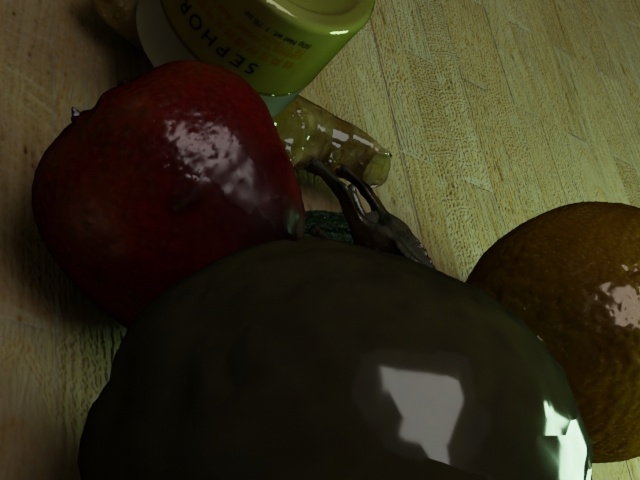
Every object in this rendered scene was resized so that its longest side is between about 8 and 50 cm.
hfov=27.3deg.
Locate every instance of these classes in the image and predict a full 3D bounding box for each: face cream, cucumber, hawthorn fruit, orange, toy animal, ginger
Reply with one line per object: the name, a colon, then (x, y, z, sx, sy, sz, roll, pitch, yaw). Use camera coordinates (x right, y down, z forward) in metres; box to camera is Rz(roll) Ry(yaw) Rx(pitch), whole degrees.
face cream: (-0.073, -0.272, 1.501, 0.218, 0.179, 0.218, 22, 49, -27)
cucumber: (0.000, -0.002, 1.591, 0.265, 0.077, 0.077, -3, 58, -51)
hawthorn fruit: (-0.133, -0.019, 1.309, 0.307, 0.265, 0.265, 59, 34, -8)
orange: (0.328, 0.115, 1.619, 0.357, 0.322, 0.322, -11, 65, -44)
toy animal: (0.074, 0.052, 1.304, 0.260, 0.087, 0.243, 53, -2, 24)
ginger: (-0.106, -0.180, 1.628, 0.348, 0.122, 0.363, 2, 49, -49)

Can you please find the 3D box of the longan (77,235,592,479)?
longan: (0.020, 0.202, 1.099, 0.436, 0.404, 0.404, 25, 38, -6)
